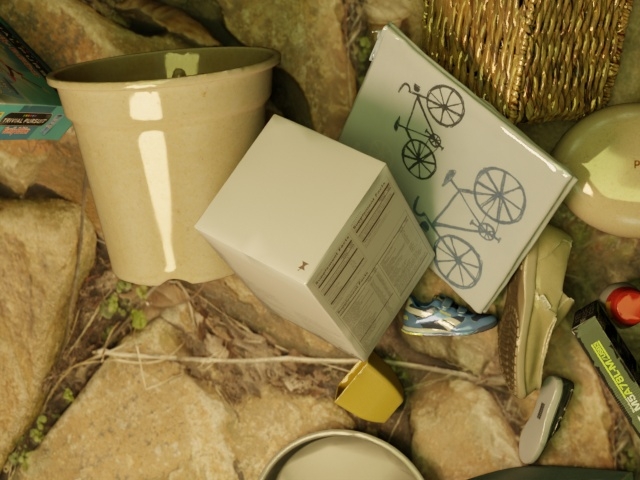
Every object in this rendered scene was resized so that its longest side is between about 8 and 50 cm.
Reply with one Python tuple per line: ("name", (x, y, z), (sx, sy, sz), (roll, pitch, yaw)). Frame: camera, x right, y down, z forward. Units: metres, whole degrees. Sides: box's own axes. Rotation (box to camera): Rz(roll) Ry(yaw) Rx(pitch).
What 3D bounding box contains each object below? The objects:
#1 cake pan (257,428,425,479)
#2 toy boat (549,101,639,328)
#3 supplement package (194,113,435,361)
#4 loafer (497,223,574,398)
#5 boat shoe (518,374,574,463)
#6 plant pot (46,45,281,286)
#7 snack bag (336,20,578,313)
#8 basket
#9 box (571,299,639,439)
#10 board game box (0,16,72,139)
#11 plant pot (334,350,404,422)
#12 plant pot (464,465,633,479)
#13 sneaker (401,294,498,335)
("cake pan", (0.039, 0.427, 2.003), (0.293, 0.054, 0.293), (1, 95, 14))
("toy boat", (0.441, -0.033, 1.834), (0.268, 0.148, 0.318), (8, 90, 7))
("supplement package", (0.000, 0.000, 1.816), (0.199, 0.262, 0.198), (26, 75, 30))
("loafer", (0.315, 0.100, 1.884), (0.092, 0.102, 0.268), (2, 102, -9))
("boat shoe", (0.334, 0.265, 1.923), (0.040, 0.049, 0.142), (12, 106, -26))
("plant pot", (-0.208, -0.107, 1.903), (0.334, 0.334, 0.305), (-2, 106, 14))
("snack bag", (0.165, -0.095, 1.844), (0.342, 0.037, 0.323), (42, 141, 15))
("basket", (0.286, -0.325, 1.828), (0.213, 0.223, 0.299), (28, 119, 44))
("box", (0.415, 0.179, 1.821), (0.045, 0.191, 0.184), (-35, 87, 13))
("board game box", (-0.517, -0.262, 1.931), (0.254, 0.336, 0.079), (46, 103, 6))
("plant pot", (0.079, 0.226, 1.966), (0.083, 0.081, 0.081), (38, 102, -5))
("plant pot", (0.277, 0.448, 1.858), (0.252, 0.247, 0.247), (6, 96, 30))
("sneaker", (0.190, 0.111, 1.940), (0.144, 0.053, 0.059), (0, 93, 12))
